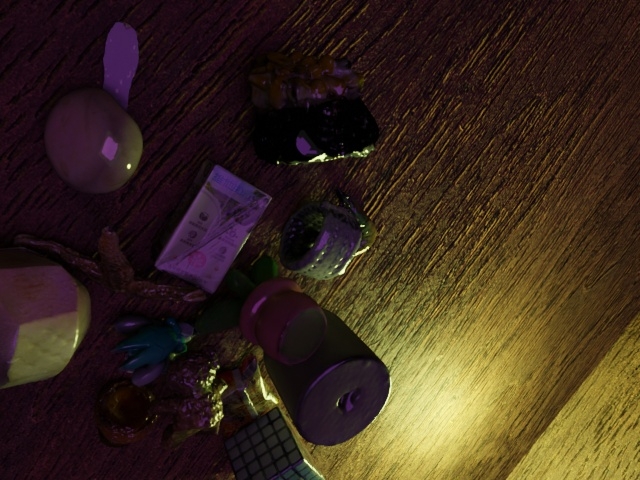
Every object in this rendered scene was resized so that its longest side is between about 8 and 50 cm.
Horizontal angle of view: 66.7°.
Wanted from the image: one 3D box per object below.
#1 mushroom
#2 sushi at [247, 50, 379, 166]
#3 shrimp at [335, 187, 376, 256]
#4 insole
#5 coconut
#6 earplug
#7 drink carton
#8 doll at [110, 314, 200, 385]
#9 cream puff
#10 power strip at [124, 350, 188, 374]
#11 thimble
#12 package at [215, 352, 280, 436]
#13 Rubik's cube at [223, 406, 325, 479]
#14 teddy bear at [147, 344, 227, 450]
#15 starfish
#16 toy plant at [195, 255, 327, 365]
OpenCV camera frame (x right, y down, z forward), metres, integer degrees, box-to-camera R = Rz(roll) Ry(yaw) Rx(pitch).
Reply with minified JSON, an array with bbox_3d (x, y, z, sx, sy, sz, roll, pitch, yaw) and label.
[{"bbox_3d":[-0.524,-0.236,1.153,0.202,0.246,0.246,-34,133,-61],"label":"mushroom"},{"bbox_3d":[-0.020,-0.351,1.283,0.328,0.328,0.286,-9,103,-21],"label":"sushi"},{"bbox_3d":[0.074,-0.038,1.605,0.198,0.051,0.262,-40,124,-6],"label":"shrimp"},{"bbox_3d":[-0.500,-0.408,1.200,0.081,0.011,0.248,10,106,-26],"label":"insole"},{"bbox_3d":[-0.743,0.182,1.128,0.352,0.352,0.353,-9,113,-23],"label":"coconut"},{"bbox_3d":[-0.010,0.380,1.522,0.312,0.394,0.313,-12,120,-23],"label":"earplug"},{"bbox_3d":[-0.311,-0.040,1.367,0.194,0.132,0.325,31,93,-31],"label":"drink carton"},{"bbox_3d":[-0.478,0.314,1.404,0.258,0.195,0.153,17,143,-39],"label":"doll"},{"bbox_3d":[-0.599,0.536,1.454,0.183,0.183,0.169,17,127,-30],"label":"cream puff"},{"bbox_3d":[-0.500,0.369,1.493,0.192,0.035,0.082,13,104,-29],"label":"power strip"},{"bbox_3d":[0.000,0.000,1.479,0.157,0.217,0.245,21,126,-34],"label":"thimble"},{"bbox_3d":[-0.268,0.528,1.628,0.223,0.108,0.288,-28,122,-12],"label":"package"},{"bbox_3d":[-0.162,0.771,1.683,0.236,0.238,0.237,-33,130,-8],"label":"Rubik's cube"},{"bbox_3d":[-0.392,0.471,1.443,0.246,0.223,0.296,-8,152,-32],"label":"teddy bear"},{"bbox_3d":[-0.522,0.077,1.242,0.432,0.323,0.083,38,56,-35],"label":"starfish"},{"bbox_3d":[-0.169,0.208,1.379,0.317,0.356,0.211,-47,142,-15],"label":"toy plant"}]
